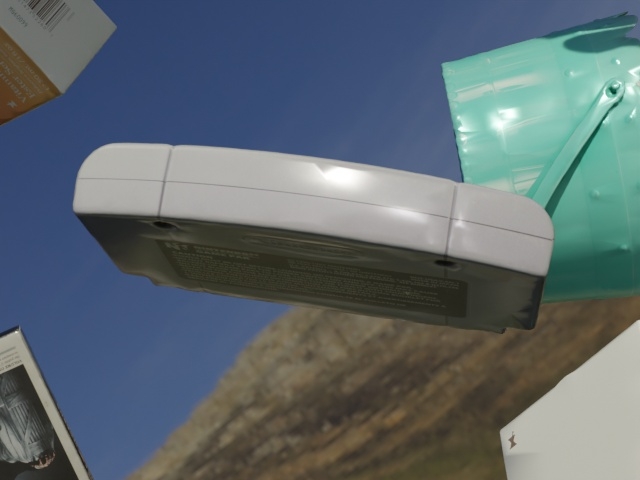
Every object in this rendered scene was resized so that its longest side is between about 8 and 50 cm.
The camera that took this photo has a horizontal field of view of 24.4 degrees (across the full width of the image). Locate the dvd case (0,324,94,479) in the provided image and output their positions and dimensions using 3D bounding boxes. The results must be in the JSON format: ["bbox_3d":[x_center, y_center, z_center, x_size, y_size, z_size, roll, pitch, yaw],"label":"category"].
[{"bbox_3d":[-0.299,0.218,1.310,0.179,0.238,0.029,-24,12,-7],"label":"dvd case"}]

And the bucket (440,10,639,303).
[{"bbox_3d":[0.223,-0.065,1.388,0.183,0.281,0.281,-11,-22,6],"label":"bucket"}]

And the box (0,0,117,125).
[{"bbox_3d":[-0.282,-0.174,1.250,0.170,0.130,0.091,-18,32,46],"label":"box"}]

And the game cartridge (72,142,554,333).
[{"bbox_3d":[0.000,0.000,0.964,0.198,0.297,0.062,80,-160,-69],"label":"game cartridge"}]

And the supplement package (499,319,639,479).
[{"bbox_3d":[0.327,0.226,1.263,0.263,0.198,0.199,17,-43,-26],"label":"supplement package"}]

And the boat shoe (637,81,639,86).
[{"bbox_3d":[0.373,-0.154,1.744,0.088,0.267,0.096,-32,-36,-5],"label":"boat shoe"}]
